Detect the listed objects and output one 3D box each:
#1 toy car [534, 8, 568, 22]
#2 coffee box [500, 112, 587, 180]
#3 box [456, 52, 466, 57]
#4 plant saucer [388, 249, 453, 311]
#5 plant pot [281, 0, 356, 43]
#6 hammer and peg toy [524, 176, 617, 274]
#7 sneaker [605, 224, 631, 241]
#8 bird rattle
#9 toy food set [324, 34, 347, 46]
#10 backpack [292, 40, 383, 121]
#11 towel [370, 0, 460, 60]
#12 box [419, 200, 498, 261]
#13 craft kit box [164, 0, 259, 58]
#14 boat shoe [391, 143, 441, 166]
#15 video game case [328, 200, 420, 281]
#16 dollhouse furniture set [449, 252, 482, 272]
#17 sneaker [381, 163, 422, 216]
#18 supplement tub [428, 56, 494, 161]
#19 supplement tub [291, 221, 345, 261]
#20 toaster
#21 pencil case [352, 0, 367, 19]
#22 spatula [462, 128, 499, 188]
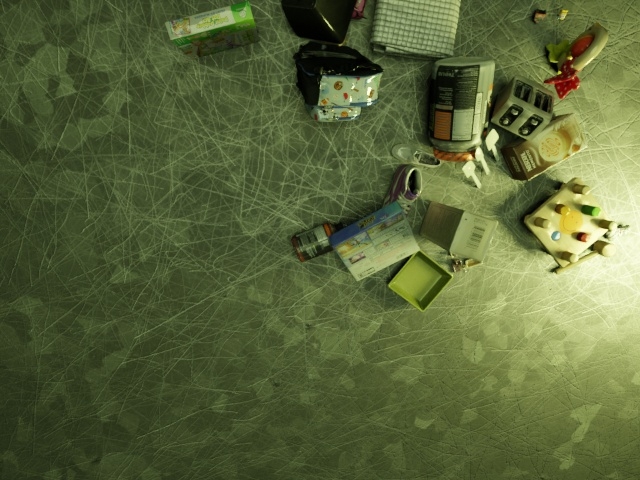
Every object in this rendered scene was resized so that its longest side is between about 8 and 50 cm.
[{"bbox_3d":[0.802,-0.779,1.430,0.122,0.060,0.040,5,133,1],"label":"toy car"},{"bbox_3d":[0.814,-0.339,1.501,0.247,0.098,0.141,-31,102,3],"label":"coffee box"},{"bbox_3d":[0.515,-0.567,1.452,0.059,0.054,0.168,-35,102,3],"label":"box"},{"bbox_3d":[0.385,0.153,1.601,0.188,0.045,0.188,37,98,-11],"label":"plant saucer"},{"bbox_3d":[-0.014,-0.751,1.278,0.188,0.167,0.187,24,102,26],"label":"plant pot"},{"bbox_3d":[0.975,-0.024,1.566,0.266,0.127,0.361,-42,102,5],"label":"hammer and peg toy"},{"bbox_3d":[1.171,-0.049,1.621,0.098,0.038,0.069,-36,103,3],"label":"sneaker"},{"bbox_3d":[0.848,-0.618,1.372,0.143,0.253,0.207,36,140,-5],"label":"bird rattle"},{"bbox_3d":[0.050,-0.694,1.407,0.083,0.020,0.082,-29,103,2],"label":"toy food set"},{"bbox_3d":[0.063,-0.506,1.334,0.264,0.276,0.213,-10,133,-9],"label":"backpack"},{"bbox_3d":[0.310,-0.738,1.371,0.284,0.121,0.234,4,103,-7],"label":"towel"},{"bbox_3d":[0.466,-0.042,1.429,0.121,0.311,0.147,16,101,-7],"label":"box"},{"bbox_3d":[-0.321,-0.645,1.273,0.247,0.250,0.060,-17,103,1],"label":"craft kit box"},{"bbox_3d":[0.350,-0.304,1.491,0.184,0.063,0.066,21,100,-9],"label":"boat shoe"},{"bbox_3d":[0.198,0.010,1.475,0.270,0.061,0.244,-28,137,7],"label":"video game case"},{"bbox_3d":[0.573,0.079,1.581,0.115,0.081,0.090,-18,103,-1],"label":"dollhouse furniture set"},{"bbox_3d":[0.290,-0.134,1.475,0.102,0.161,0.281,8,103,-8],"label":"sneaker"},{"bbox_3d":[0.467,-0.440,1.383,0.194,0.193,0.315,-6,120,-3],"label":"supplement tub"},{"bbox_3d":[0.000,0.000,1.509,0.198,0.106,0.105,-21,103,0],"label":"supplement tub"},{"bbox_3d":[0.707,-0.466,1.430,0.168,0.110,0.185,27,61,-2],"label":"toaster"},{"bbox_3d":[0.126,-0.841,1.342,0.095,0.098,0.209,9,101,-7],"label":"pencil case"},{"bbox_3d":[0.581,-0.279,1.453,0.019,0.242,0.168,37,98,34],"label":"spatula"}]
